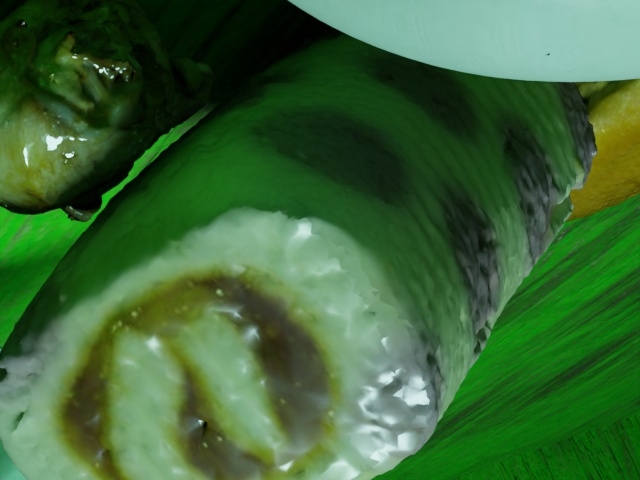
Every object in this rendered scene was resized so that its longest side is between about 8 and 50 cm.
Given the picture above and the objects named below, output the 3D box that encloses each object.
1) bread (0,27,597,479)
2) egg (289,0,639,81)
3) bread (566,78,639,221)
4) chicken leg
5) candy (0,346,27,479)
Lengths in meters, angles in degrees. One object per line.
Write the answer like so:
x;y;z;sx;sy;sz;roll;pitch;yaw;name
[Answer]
0.000;0.000;0.839;0.187;0.155;0.338;-32;-172;27;bread
0.127;-0.176;0.448;0.371;0.230;0.230;-27;166;-3;egg
0.189;-0.100;1.028;0.174;0.121;0.245;-8;157;-43;bread
-0.103;-0.055;0.803;0.103;0.088;0.228;-53;177;-1;chicken leg
-0.321;0.137;0.993;0.398;0.172;0.263;3;150;-37;candy
